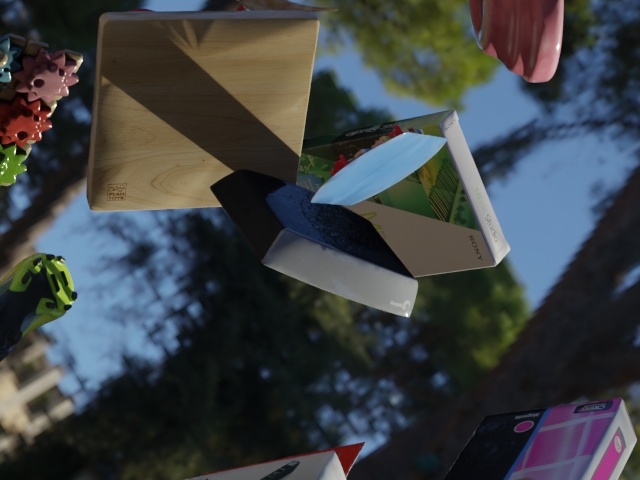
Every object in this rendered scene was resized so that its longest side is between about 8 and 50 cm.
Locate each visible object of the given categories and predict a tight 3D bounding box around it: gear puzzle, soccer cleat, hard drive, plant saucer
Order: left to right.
[{"bbox_3d":[-0.451,-0.129,2.331,0.339,0.175,0.044,-54,-142,32],"label":"gear puzzle"},{"bbox_3d":[-0.411,0.093,2.295,0.121,0.289,0.093,-19,-78,24],"label":"soccer cleat"},{"bbox_3d":[0.000,0.000,2.141,0.254,0.054,0.172,22,23,-42],"label":"hard drive"},{"bbox_3d":[0.213,-0.345,2.048,0.332,0.084,0.332,174,-90,-90],"label":"plant saucer"}]

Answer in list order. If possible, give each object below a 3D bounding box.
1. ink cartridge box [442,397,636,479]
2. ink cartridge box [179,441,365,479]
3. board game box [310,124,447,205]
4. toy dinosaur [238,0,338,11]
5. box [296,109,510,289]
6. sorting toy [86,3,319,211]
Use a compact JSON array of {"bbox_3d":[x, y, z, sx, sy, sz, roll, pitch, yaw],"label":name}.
[{"bbox_3d":[0.196,0.288,1.865,0.175,0.371,0.069,-11,-68,30],"label":"ink cartridge box"},{"bbox_3d":[-0.094,0.339,2.483,0.275,0.239,0.060,-14,-71,22],"label":"ink cartridge box"},{"bbox_3d":[0.054,-0.087,1.890,0.033,0.133,0.168,61,23,14],"label":"board game box"},{"bbox_3d":[-0.076,-0.320,2.350,0.093,0.183,0.053,-108,-145,-50],"label":"toy dinosaur"},{"bbox_3d":[0.093,-0.054,2.601,0.322,0.058,0.232,-10,-67,36],"label":"box"},{"bbox_3d":[-0.150,-0.170,2.142,0.089,0.257,0.255,-117,-150,-52],"label":"sorting toy"}]
